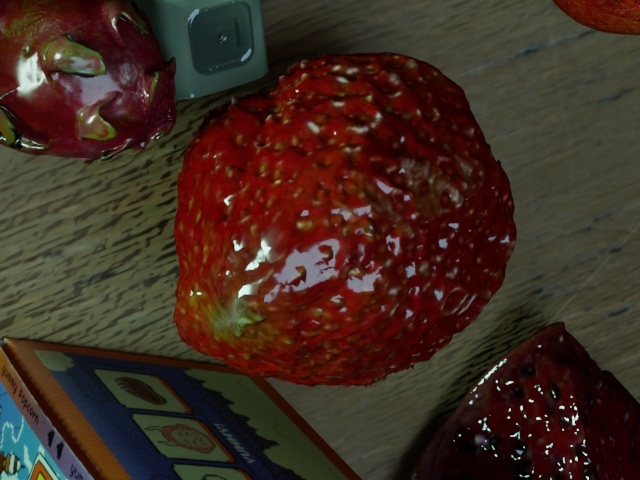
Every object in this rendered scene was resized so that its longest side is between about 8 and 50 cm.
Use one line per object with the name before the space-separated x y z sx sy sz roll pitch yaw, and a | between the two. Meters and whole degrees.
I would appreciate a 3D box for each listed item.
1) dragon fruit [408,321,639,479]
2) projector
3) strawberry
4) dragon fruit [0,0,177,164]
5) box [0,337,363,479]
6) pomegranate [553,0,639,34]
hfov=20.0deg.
dragon fruit | 0.241 0.289 1.636 0.330 0.240 0.302 35 103 -33
projector | -0.088 -0.158 1.299 0.083 0.083 0.082 -19 123 -23
strawberry | 0.000 0.000 1.305 0.277 0.257 0.257 -33 134 -52
dragon fruit | -0.177 -0.120 1.239 0.166 0.136 0.133 10 96 8
box | -0.138 0.302 1.362 0.257 0.318 0.348 10 109 -35
pomegranate | 0.255 -0.258 1.386 0.235 0.210 0.210 -36 136 -53
